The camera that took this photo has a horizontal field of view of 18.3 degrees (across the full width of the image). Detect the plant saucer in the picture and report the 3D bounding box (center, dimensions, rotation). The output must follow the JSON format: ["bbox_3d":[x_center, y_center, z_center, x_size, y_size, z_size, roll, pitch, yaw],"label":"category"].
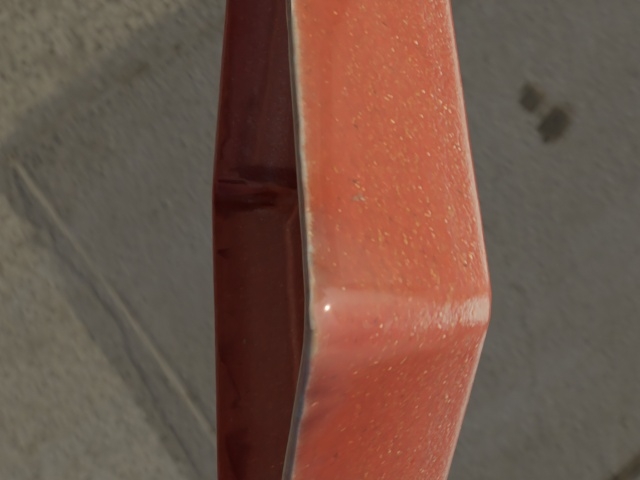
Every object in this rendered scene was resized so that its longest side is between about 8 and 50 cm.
[{"bbox_3d":[0.000,0.000,0.557,0.047,0.258,0.259,1,140,-6],"label":"plant saucer"}]
